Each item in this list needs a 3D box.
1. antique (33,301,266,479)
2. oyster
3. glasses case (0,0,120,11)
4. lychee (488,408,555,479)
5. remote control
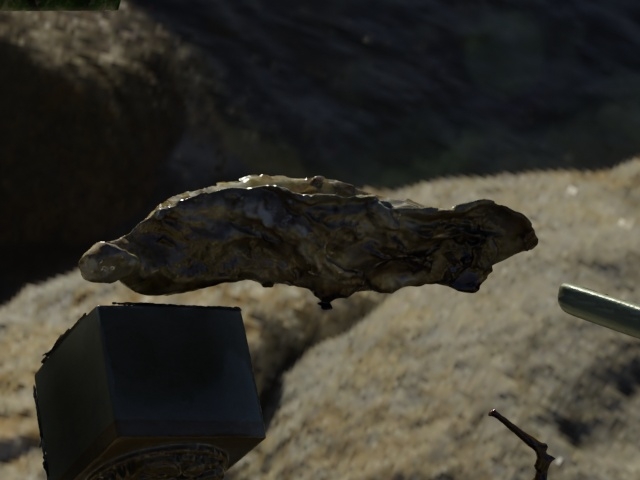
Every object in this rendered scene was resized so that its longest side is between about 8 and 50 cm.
[{"bbox_3d":[-0.147,0.147,1.471,0.147,0.152,0.148,2,60,-32],"label":"antique"},{"bbox_3d":[-0.017,-0.004,1.523,0.396,0.111,0.204,-1,9,-11],"label":"oyster"},{"bbox_3d":[-0.283,-0.214,1.264,0.272,0.062,0.095,-2,54,-20],"label":"glasses case"},{"bbox_3d":[0.117,0.193,1.029,0.101,0.140,0.114,43,11,35],"label":"lychee"},{"bbox_3d":[0.382,0.101,1.798,0.309,0.038,0.090,19,3,42],"label":"remote control"}]
